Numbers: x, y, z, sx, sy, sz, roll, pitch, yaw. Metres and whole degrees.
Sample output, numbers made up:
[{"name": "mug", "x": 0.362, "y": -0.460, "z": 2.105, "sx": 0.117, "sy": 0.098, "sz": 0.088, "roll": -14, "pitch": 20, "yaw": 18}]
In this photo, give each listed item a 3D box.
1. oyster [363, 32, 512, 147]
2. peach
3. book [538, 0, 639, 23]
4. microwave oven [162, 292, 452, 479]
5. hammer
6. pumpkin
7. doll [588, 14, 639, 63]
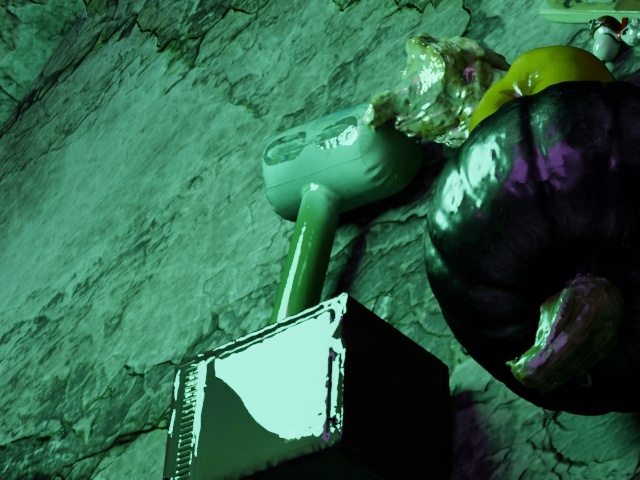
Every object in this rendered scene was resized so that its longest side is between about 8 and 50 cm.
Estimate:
[{"name": "oyster", "x": 0.141, "y": -0.166, "z": 1.893, "sx": 0.191, "sy": 0.081, "sz": 0.163, "roll": -32, "pitch": 61, "yaw": -2}, {"name": "peach", "x": 0.232, "y": -0.125, "z": 1.768, "sx": 0.179, "sy": 0.103, "sz": 0.179, "roll": -31, "pitch": 36, "yaw": 26}, {"name": "book", "x": 0.379, "y": -0.356, "z": 1.909, "sx": 0.264, "sy": 0.027, "sz": 0.202, "roll": -56, "pitch": 29, "yaw": -11}, {"name": "microwave oven", "x": -0.008, "y": 0.196, "z": 1.645, "sx": 0.247, "sy": 0.188, "sz": 0.178, "roll": -23, "pitch": 44, "yaw": 33}, {"name": "hammer", "x": 0.000, "y": 0.000, "z": 1.950, "sx": 0.206, "sy": 0.119, "sz": 0.335, "roll": -17, "pitch": 49, "yaw": 45}, {"name": "pumpkin", "x": 0.228, "y": 0.020, "z": 1.391, "sx": 0.296, "sy": 0.296, "sz": 0.296, "roll": -34, "pitch": 32, "yaw": 26}, {"name": "doll", "x": 0.326, "y": -0.225, "z": 1.819, "sx": 0.085, "sy": 0.040, "sz": 0.058, "roll": -30, "pitch": 47, "yaw": 40}]
